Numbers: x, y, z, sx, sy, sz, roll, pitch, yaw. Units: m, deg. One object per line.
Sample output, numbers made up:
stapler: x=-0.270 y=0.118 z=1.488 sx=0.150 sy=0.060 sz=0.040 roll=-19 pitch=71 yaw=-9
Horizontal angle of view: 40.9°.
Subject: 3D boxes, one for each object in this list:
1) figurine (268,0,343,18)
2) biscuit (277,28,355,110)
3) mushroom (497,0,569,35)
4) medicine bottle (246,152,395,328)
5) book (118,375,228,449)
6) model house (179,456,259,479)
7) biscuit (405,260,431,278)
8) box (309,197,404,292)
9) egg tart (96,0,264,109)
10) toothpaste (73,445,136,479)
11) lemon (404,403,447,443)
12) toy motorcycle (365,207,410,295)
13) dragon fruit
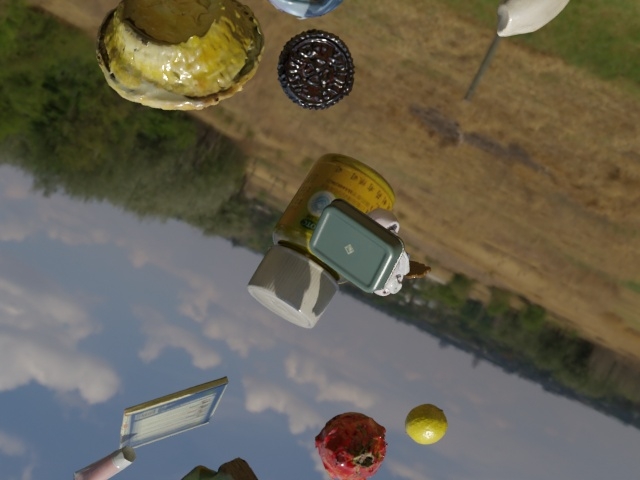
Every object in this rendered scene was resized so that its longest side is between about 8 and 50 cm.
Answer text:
figurine: x=0.014 y=-0.479 z=1.229 sx=0.248 sy=0.276 sz=0.388 roll=44 pitch=172 yaw=-15
biscuit: x=-0.011 y=-0.407 z=2.048 sx=0.195 sy=0.194 sz=0.053 roll=27 pitch=-174 yaw=-10
mushroom: x=0.385 y=-0.435 z=1.482 sx=0.097 sy=0.212 sz=0.088 roll=30 pitch=-156 yaw=-41
medicine bottle: x=0.000 y=0.000 z=2.051 sx=0.224 sy=0.384 sz=0.224 roll=29 pitch=163 yaw=10
book: x=-0.333 y=0.389 z=1.904 sx=0.018 sy=0.228 sz=0.322 roll=67 pitch=155 yaw=20
model house: x=-0.162 y=0.544 z=1.588 sx=0.280 sy=0.230 sz=0.249 roll=54 pitch=-153 yaw=11
biscuit: x=0.273 y=0.084 z=2.494 sx=0.082 sy=0.016 sz=0.092 roll=-19 pitch=-150 yaw=-16
box: x=0.046 y=0.008 z=1.170 sx=0.126 sy=0.091 sz=0.031 roll=36 pitch=-149 yaw=18
egg tart: x=-0.277 y=-0.408 z=1.678 sx=0.345 sy=0.345 sz=0.132 roll=27 pitch=151 yaw=14
toothpaste: x=-0.485 y=0.510 z=1.897 sx=0.043 sy=0.194 sz=0.067 roll=28 pitch=-142 yaw=-44
lemon: x=0.290 y=0.507 z=2.367 sx=0.109 sy=0.133 sz=0.109 roll=35 pitch=-147 yaw=-28
toy motorcycle: x=0.107 y=0.034 z=1.617 sx=0.112 sy=0.112 sz=0.254 roll=27 pitch=156 yaw=22
dragon fruit: x=0.064 y=0.429 z=1.752 sx=0.153 sy=0.153 sz=0.111 roll=27 pitch=177 yaw=0
